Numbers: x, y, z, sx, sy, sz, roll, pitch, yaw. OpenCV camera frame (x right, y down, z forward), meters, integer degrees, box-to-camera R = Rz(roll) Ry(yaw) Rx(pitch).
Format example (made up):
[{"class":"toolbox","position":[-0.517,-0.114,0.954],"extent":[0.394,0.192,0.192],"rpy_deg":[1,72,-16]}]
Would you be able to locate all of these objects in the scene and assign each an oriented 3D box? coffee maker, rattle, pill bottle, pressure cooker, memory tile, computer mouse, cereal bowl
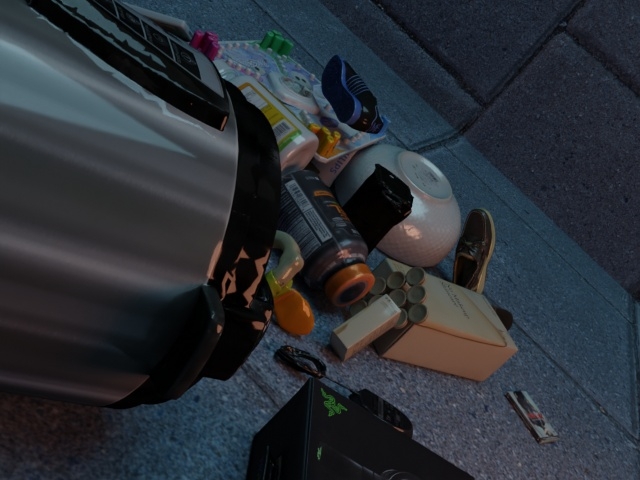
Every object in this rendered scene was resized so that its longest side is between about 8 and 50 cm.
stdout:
[{"class":"coffee maker","position":[0.089,-0.048,1.419],"extent":[0.120,0.178,0.171],"rpy_deg":[43,22,9]},{"class":"rattle","position":[-0.089,0.045,1.137],"extent":[0.142,0.130,0.199],"rpy_deg":[35,-4,-42]},{"class":"pill bottle","position":[-0.133,-0.223,1.326],"extent":[0.245,0.136,0.136],"rpy_deg":[45,24,11]},{"class":"pressure cooker","position":[-0.243,-0.033,0.681],"extent":[0.420,0.375,0.370],"rpy_deg":[23,61,-37]},{"class":"memory tile","position":[0.117,0.108,1.226],"extent":[0.012,0.148,0.113],"rpy_deg":[47,34,-47]},{"class":"computer mouse","position":[0.033,0.233,1.049],"extent":[0.242,0.041,0.071],"rpy_deg":[34,16,-1]},{"class":"cereal bowl","position":[0.207,-0.110,1.680],"extent":[0.338,0.141,0.339],"rpy_deg":[24,37,-20]},{"class":"pill bottle","position":[0.000,0.000,1.265],"extent":[0.130,0.130,0.246],"rpy_deg":[9,41,-51]}]

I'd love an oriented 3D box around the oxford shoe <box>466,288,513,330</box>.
[{"class":"oxford shoe","position":[0.339,0.157,1.611],"extent":[0.212,0.076,0.076],"rpy_deg":[26,-2,-27]}]

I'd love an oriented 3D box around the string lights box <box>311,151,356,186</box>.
[{"class":"string lights box","position":[0.031,-0.251,1.725],"extent":[0.076,0.133,0.260],"rpy_deg":[32,26,-16]}]

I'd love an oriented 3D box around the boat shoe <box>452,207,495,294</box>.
[{"class":"boat shoe","position":[0.359,0.034,1.675],"extent":[0.080,0.224,0.073],"rpy_deg":[14,11,41]}]

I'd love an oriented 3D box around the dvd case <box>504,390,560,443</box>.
[{"class":"dvd case","position":[0.438,0.363,1.455],"extent":[0.087,0.013,0.119],"rpy_deg":[13,37,-47]}]

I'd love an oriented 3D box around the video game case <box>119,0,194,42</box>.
[{"class":"video game case","position":[-0.340,-0.452,1.506],"extent":[0.157,0.019,0.143],"rpy_deg":[19,-6,11]}]

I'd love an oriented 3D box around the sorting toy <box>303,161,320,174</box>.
[{"class":"sorting toy","position":[-0.089,-0.176,1.527],"extent":[0.132,0.046,0.274],"rpy_deg":[48,24,14]}]

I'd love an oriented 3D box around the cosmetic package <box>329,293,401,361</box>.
[{"class":"cosmetic package","position":[0.072,0.142,1.149],"extent":[0.115,0.060,0.041],"rpy_deg":[-31,67,-22]}]

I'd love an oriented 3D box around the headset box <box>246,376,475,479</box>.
[{"class":"headset box","position":[0.043,0.323,0.785],"extent":[0.283,0.131,0.246],"rpy_deg":[35,24,-14]}]

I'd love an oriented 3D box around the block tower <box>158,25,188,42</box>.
[{"class":"block tower","position":[-0.325,-0.374,1.453],"extent":[0.335,0.097,0.091],"rpy_deg":[26,29,-36]}]

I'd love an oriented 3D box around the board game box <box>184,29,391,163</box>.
[{"class":"board game box","position":[-0.054,-0.338,1.559],"extent":[0.390,0.050,0.390],"rpy_deg":[40,27,9]}]

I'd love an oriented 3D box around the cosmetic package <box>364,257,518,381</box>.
[{"class":"cosmetic package","position":[0.222,0.159,1.356],"extent":[0.309,0.113,0.160],"rpy_deg":[19,33,-40]}]

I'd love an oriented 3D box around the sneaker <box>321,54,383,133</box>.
[{"class":"sneaker","position":[0.068,-0.310,1.520],"extent":[0.090,0.081,0.232],"rpy_deg":[21,37,-32]}]
